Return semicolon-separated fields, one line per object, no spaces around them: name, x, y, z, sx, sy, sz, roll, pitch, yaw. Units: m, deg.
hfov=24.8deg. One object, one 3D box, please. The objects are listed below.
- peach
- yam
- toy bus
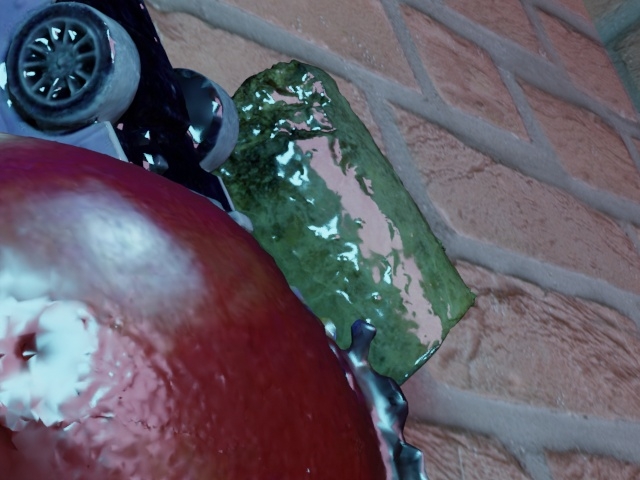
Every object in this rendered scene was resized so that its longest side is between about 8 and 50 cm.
peach;-0.138;0.163;0.757;0.416;0.339;0.353;51;44;-24
yam;0.000;0.000;1.302;0.300;0.195;0.195;56;28;3
toy bus;-0.249;-0.166;1.028;0.440;0.249;0.209;66;13;14
